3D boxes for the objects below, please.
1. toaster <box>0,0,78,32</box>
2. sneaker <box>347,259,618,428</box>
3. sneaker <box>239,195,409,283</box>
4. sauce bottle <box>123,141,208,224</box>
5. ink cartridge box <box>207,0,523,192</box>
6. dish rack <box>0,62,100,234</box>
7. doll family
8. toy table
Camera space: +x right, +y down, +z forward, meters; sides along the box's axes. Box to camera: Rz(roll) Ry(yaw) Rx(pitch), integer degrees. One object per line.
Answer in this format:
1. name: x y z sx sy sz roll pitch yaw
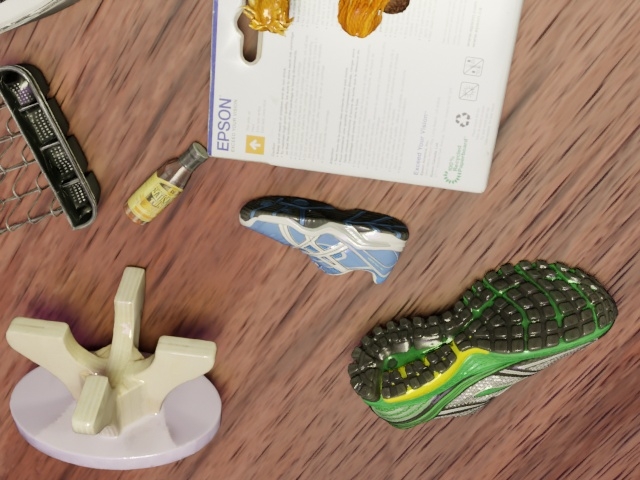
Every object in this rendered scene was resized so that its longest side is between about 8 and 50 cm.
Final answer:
1. toaster: -0.326 -0.292 0.846 0.226 0.146 0.129 -20 112 13
2. sneaker: 0.213 0.138 1.045 0.343 0.134 0.146 -21 137 10
3. sneaker: 0.000 0.000 1.000 0.211 0.080 0.081 13 113 -1
4. sauce bottle: -0.191 -0.071 1.001 0.042 0.042 0.128 42 113 -15
5. ink cartridge box: 0.048 -0.231 0.893 0.329 0.071 0.324 9 115 3
6. dish rack: -0.421 -0.088 0.992 0.271 0.074 0.208 -17 113 12
7. doll family: -0.009 -0.278 0.775 0.262 0.118 0.163 9 115 1
8. toy table: -0.264 0.175 1.028 0.274 0.252 0.161 -1 132 -9
